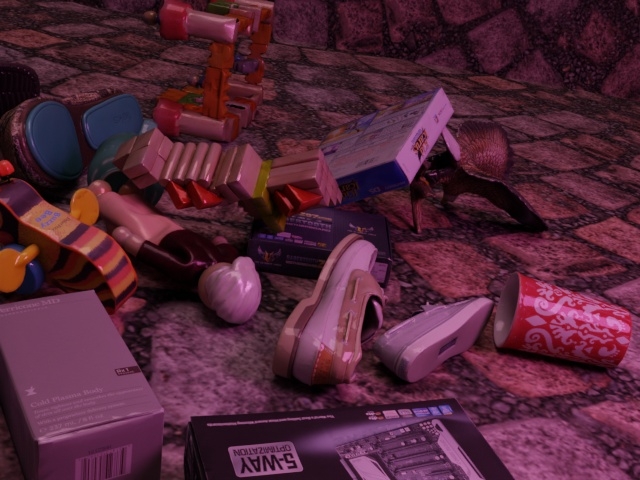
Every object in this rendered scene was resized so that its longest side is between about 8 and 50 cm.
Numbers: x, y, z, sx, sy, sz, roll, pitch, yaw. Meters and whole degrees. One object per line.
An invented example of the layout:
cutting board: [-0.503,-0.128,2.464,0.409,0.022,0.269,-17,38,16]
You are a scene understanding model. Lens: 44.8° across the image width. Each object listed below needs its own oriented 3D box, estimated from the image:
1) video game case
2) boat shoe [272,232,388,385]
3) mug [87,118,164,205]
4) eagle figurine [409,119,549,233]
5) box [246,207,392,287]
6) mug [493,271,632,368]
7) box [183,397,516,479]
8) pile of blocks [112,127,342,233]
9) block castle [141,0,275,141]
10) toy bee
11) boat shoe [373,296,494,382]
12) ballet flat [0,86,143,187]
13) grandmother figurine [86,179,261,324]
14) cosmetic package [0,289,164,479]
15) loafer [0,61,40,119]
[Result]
video game case: [0.086,-0.159,1.429,0.269,0.061,0.244,-14,30,40]
boat shoe: [0.036,0.097,1.062,0.103,0.113,0.302,17,36,12]
mug: [-0.329,-0.117,1.309,0.129,0.158,0.097,-6,29,-1]
eagle figurine: [0.310,-0.129,1.565,0.298,0.226,0.225,-1,6,-12]
box: [0.000,0.000,1.305,0.232,0.059,0.183,9,23,-2]
mug: [0.353,0.113,1.144,0.169,0.113,0.150,14,26,1]
box: [0.042,0.261,0.731,0.307,0.077,0.242,1,26,-21]
pile of blocks: [-0.151,-0.071,1.212,0.362,0.149,0.113,8,50,4]
block castle: [-0.264,-0.420,1.824,0.212,0.303,0.453,11,23,4]
toy bee: [-0.384,-0.012,1.002,0.298,0.162,0.195,6,38,-4]
boat shoe: [0.160,0.120,1.083,0.081,0.079,0.227,32,35,31]
ballet flat: [-0.495,-0.190,1.449,0.182,0.164,0.483,-8,16,12]
grandmother figurine: [-0.208,0.016,1.147,0.342,0.104,0.207,33,29,35]
cosmetic package: [-0.262,0.156,0.810,0.127,0.107,0.238,-10,34,-32]
loafer: [-0.749,-0.308,1.584,0.130,0.134,0.366,26,29,31]
